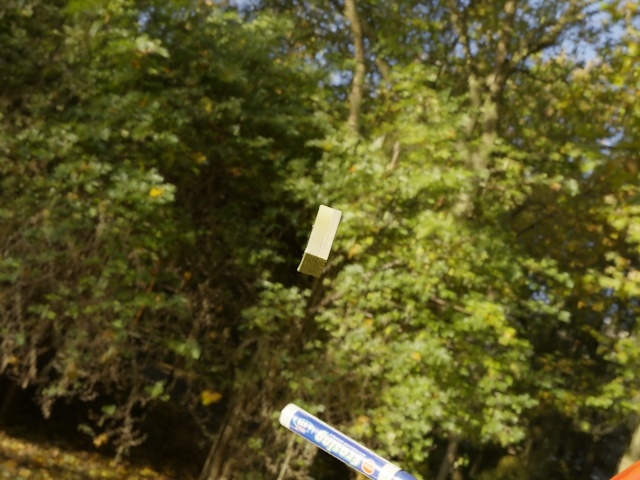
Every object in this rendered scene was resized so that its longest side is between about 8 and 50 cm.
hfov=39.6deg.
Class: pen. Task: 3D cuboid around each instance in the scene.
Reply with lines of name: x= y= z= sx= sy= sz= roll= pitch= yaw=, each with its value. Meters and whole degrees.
pen: x=0.040 y=0.210 z=0.851 sx=0.204 sy=0.025 sz=0.025 roll=24 pitch=-7 yaw=36

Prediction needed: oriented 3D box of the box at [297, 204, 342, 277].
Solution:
box: x=0.000 y=0.000 z=1.275 sx=0.035 sy=0.083 sz=0.079 roll=19 pitch=-25 yaw=-2

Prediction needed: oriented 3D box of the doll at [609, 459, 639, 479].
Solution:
doll: x=0.103 y=0.271 z=0.553 sx=0.384 sy=0.188 sz=0.099 roll=-21 pitch=0 yaw=-17
